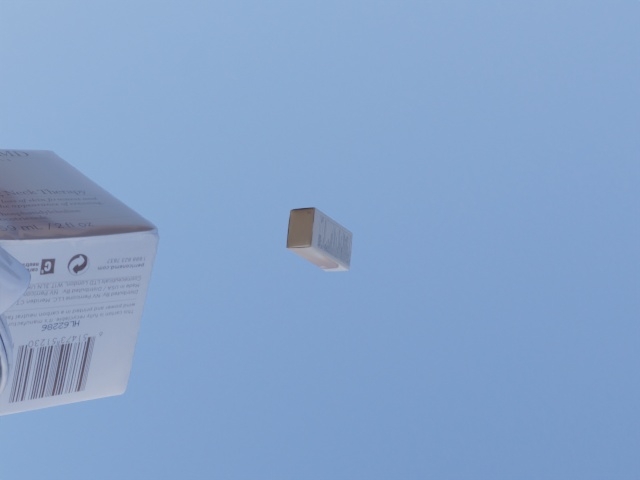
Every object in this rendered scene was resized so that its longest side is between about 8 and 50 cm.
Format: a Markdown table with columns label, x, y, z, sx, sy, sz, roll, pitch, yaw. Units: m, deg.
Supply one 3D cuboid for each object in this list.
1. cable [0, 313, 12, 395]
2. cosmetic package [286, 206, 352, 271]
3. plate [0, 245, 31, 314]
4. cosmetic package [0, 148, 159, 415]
| label | x | y | z | sx | sy | sz | roll | pitch | yaw |
| --- | --- | --- | --- | --- | --- | --- | --- | --- | --- |
| cable | -0.486 | 0.108 | 1.096 | 0.257 | 0.257 | 0.089 | 10 | -152 | 21 |
| cosmetic package | 0.000 | 0.000 | 1.298 | 0.041 | 0.115 | 0.060 | -4 | -111 | 29 |
| plate | -0.423 | 0.074 | 0.838 | 0.277 | 0.278 | 0.045 | -38 | -116 | -8 |
| cosmetic package | -0.543 | 0.057 | 1.612 | 0.393 | 0.329 | 0.328 | 32 | -65 | 40 |
